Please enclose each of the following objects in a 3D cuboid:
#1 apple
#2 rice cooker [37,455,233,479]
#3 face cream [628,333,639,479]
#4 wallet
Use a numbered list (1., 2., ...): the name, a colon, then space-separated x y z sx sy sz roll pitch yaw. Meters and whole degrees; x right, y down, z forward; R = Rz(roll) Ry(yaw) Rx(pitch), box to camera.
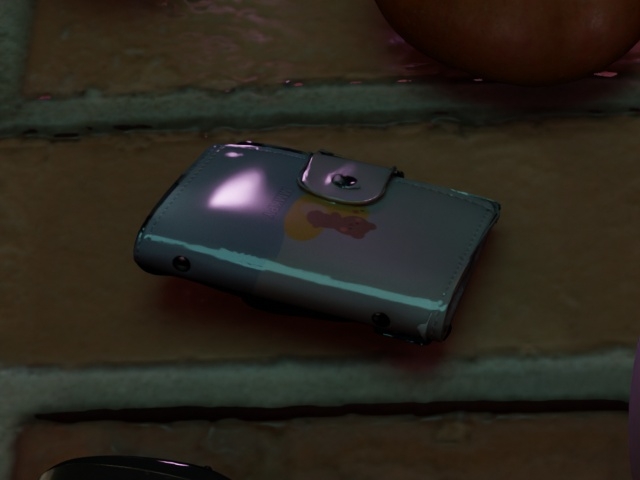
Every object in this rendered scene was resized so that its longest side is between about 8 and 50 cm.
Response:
1. apple: 0.144 -0.225 1.498 0.235 0.173 0.210 8 52 14
2. rice cooker: -0.109 0.193 1.223 0.165 0.112 0.106 2 45 8
3. face cream: 0.299 0.079 1.111 0.219 0.357 0.312 26 58 25
4. wallet: 0.000 0.000 1.397 0.231 0.069 0.170 14 36 13
